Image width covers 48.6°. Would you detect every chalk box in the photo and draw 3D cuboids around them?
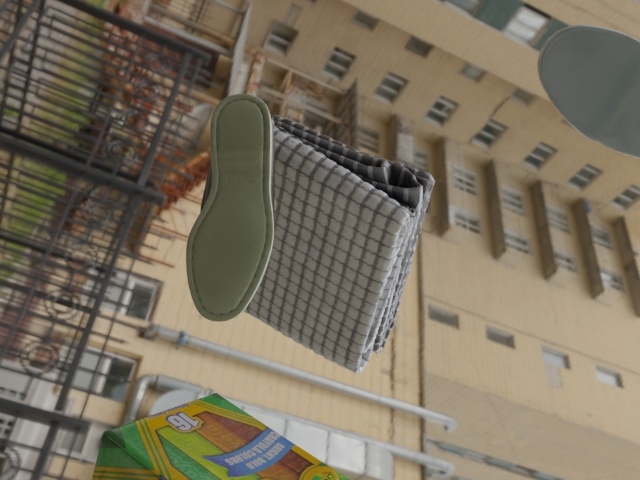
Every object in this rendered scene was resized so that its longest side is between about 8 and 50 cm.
[{"bbox_3d":[-0.061,0.233,0.538,0.132,0.213,0.132,-4,114,-58],"label":"chalk box"}]

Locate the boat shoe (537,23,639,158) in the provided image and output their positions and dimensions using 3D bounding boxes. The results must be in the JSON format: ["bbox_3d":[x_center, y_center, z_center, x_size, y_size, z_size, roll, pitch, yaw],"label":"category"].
[{"bbox_3d":[0.224,-0.087,0.481,0.065,0.183,0.083,-59,-176,23],"label":"boat shoe"}]

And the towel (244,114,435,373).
[{"bbox_3d":[0.000,0.000,0.875,0.121,0.235,0.283,-39,150,-45],"label":"towel"}]

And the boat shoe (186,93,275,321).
[{"bbox_3d":[-0.081,-0.028,0.705,0.068,0.081,0.227,86,10,-76],"label":"boat shoe"}]
